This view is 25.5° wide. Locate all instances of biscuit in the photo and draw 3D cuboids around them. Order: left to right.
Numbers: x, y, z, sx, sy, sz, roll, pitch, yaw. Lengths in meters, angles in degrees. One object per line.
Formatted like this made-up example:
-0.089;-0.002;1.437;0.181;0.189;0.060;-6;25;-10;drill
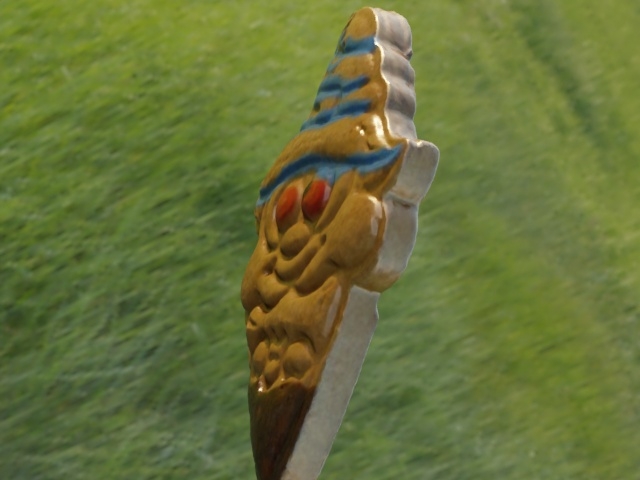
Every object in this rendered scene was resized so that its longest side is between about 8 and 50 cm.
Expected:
0.000;0.000;0.743;0.043;0.183;0.280;21;70;-19;biscuit
